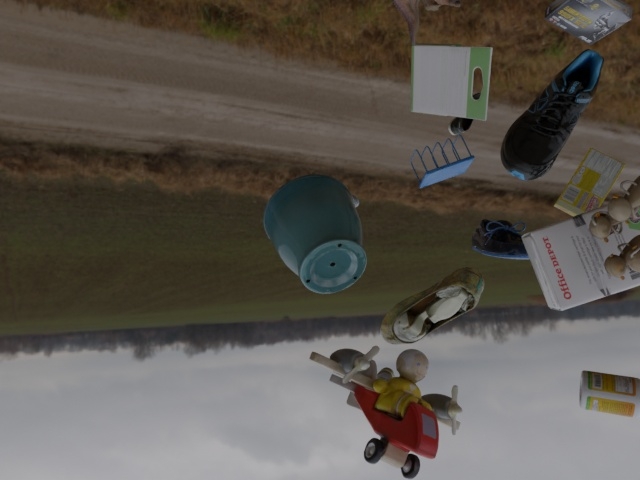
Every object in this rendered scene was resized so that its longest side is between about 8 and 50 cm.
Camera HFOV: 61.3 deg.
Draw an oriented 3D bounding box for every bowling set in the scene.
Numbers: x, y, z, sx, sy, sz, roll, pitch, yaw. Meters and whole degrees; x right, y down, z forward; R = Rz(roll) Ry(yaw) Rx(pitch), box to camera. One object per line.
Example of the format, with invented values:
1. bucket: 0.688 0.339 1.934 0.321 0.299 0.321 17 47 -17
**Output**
1. bowling set: 0.619 0.007 1.100 0.154 0.286 0.200 -33 -170 -19

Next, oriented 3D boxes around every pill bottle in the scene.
1. pill bottle: 1.041 0.538 1.876 0.246 0.136 0.136 4 175 23

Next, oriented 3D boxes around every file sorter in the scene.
1. file sorter: 0.401 -0.267 1.803 0.171 0.104 0.118 -20 164 -7

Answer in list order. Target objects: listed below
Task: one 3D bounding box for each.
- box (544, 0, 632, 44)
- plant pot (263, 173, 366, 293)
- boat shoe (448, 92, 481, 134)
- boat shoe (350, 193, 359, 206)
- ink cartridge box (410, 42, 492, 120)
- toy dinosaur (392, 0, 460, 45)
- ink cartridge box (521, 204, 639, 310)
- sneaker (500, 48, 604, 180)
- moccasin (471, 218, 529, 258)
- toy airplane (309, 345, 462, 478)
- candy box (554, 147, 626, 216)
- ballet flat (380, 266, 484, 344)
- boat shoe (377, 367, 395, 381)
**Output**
1. box: 0.969 -0.823 1.955 0.231 0.056 0.183 20 163 -18
2. plant pot: 0.000 0.000 1.482 0.272 0.255 0.271 -10 130 -12
3. boat shoe: 0.639 -0.540 2.294 0.084 0.233 0.079 44 162 -17
4. boat shoe: -0.006 -0.138 1.963 0.103 0.118 0.321 10 171 -43
5. ink cartridge box: 0.327 -0.394 1.328 0.056 0.171 0.235 -21 -151 -38
6. toy dinosaur: 0.192 -0.558 1.074 0.201 0.127 0.295 10 128 -17
7. ink cartridge box: 0.653 0.030 1.288 0.273 0.198 0.115 -20 173 7
8. sneaker: 0.513 -0.284 1.200 0.125 0.340 0.139 31 161 13
9. moccasin: 0.549 -0.011 1.679 0.138 0.116 0.342 7 -174 -10
10. toy airplane: 0.190 0.402 1.443 0.385 0.272 0.386 34 -174 25
11. candy box: 0.758 -0.156 1.520 0.105 0.205 0.027 33 170 15
12. ballet flat: 0.283 0.196 1.433 0.349 0.123 0.123 -40 152 29
13. boat shoe: 0.242 0.504 1.963 0.068 0.072 0.189 28 144 19
